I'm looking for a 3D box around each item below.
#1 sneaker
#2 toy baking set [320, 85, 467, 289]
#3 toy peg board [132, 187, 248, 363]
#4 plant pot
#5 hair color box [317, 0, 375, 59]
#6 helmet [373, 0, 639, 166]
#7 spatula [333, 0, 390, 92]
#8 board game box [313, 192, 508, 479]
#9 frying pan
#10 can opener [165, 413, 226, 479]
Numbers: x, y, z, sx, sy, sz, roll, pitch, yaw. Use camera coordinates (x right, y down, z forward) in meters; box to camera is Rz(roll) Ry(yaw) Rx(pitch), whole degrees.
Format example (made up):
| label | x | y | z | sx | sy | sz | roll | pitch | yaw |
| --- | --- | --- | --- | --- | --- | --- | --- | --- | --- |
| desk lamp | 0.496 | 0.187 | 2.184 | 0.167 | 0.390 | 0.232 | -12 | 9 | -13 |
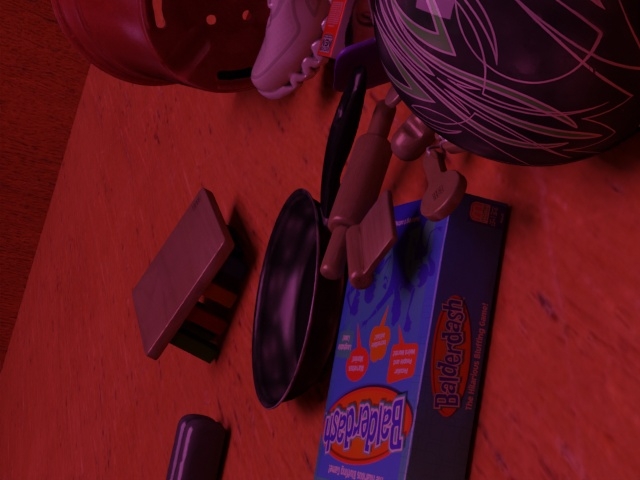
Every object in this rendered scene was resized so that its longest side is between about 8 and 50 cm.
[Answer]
| label | x | y | z | sx | sy | sz | roll | pitch | yaw |
| --- | --- | --- | --- | --- | --- | --- | --- | --- | --- |
| sneaker | -0.011 | -0.270 | 1.134 | 0.110 | 0.118 | 0.292 | -102 | 35 | -57 |
| toy baking set | 0.081 | -0.079 | 0.848 | 0.197 | 0.030 | 0.256 | -30 | 34 | 47 |
| toy peg board | -0.135 | 0.048 | 1.382 | 0.160 | 0.079 | 0.161 | -55 | 26 | 12 |
| plant pot | -0.146 | -0.288 | 1.361 | 0.265 | 0.272 | 0.272 | 34 | 110 | 61 |
| hair color box | 0.053 | -0.216 | 1.023 | 0.043 | 0.072 | 0.141 | -144 | 68 | -69 |
| helmet | 0.114 | -0.124 | 0.678 | 0.169 | 0.169 | 0.161 | -52 | 20 | 49 |
| spatula | 0.040 | -0.191 | 0.853 | 0.296 | 0.084 | 0.030 | 79 | 171 | -59 |
| board game box | 0.059 | 0.079 | 0.849 | 0.160 | 0.047 | 0.210 | 165 | 117 | -68 |
| frying pan | -0.007 | -0.007 | 1.049 | 0.197 | 0.053 | 0.326 | -123 | 46 | -67 |
| can opener | -0.166 | 0.319 | 1.256 | 0.074 | 0.093 | 0.280 | 4 | 77 | 71 |
